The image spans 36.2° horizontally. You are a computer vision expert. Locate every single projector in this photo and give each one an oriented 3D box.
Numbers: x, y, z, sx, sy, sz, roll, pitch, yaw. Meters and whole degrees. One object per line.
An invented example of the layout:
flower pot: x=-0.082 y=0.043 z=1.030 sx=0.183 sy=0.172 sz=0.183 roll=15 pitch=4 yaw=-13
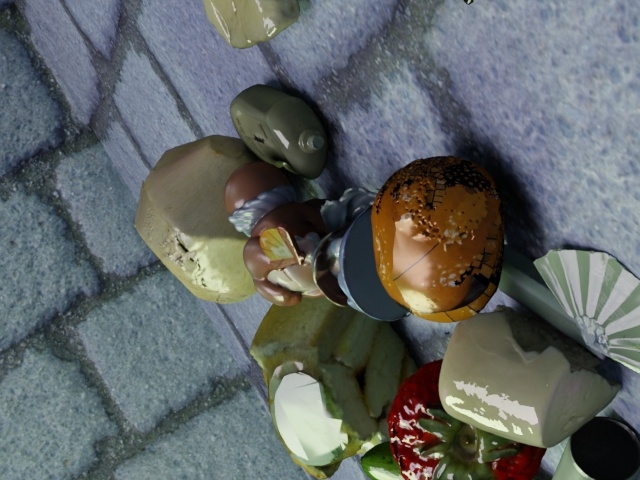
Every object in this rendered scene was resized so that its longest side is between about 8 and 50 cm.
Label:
projector: x=0.405 y=0.387 z=1.506 sx=0.108 sy=0.108 sz=0.337 roll=47 pitch=158 yaw=29

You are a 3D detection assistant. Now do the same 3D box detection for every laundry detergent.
laundry detergent: x=-0.063 y=-0.193 z=1.789 sx=0.253 sy=0.091 sz=0.181 roll=25 pitch=147 yaw=57

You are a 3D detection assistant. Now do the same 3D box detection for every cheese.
cheese: x=-0.122 y=-0.403 z=1.615 sx=0.263 sy=0.093 sz=0.159 roll=12 pitch=128 yaw=66

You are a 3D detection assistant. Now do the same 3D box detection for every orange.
orange: x=0.164 y=0.000 z=1.357 sx=0.234 sy=0.182 sz=0.234 roll=175 pitch=90 yaw=-75

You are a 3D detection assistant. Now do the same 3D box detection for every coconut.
coconut: x=-0.204 y=-0.050 z=1.973 sx=0.352 sy=0.352 sz=0.352 roll=48 pitch=159 yaw=26

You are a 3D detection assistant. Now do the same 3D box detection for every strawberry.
strawberry: x=0.242 y=0.302 z=1.607 sx=0.257 sy=0.257 sz=0.277 roll=58 pitch=-164 yaw=0

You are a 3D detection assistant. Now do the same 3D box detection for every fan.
fan: x=0.361 y=0.086 z=1.234 sx=0.240 sy=0.009 sz=0.131 roll=46 pitch=134 yaw=31

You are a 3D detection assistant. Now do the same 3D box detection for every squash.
squash: x=0.261 y=0.438 z=1.768 sx=0.395 sy=0.107 sz=0.107 roll=10 pitch=137 yaw=26

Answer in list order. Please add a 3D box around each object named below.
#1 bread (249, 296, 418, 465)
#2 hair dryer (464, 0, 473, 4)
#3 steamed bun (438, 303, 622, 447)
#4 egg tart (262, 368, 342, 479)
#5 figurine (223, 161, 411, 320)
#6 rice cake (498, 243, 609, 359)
bread: x=0.011 y=0.257 z=1.938 sx=0.239 sy=0.264 sz=0.395 roll=-22 pitch=99 yaw=45
hair dryer: x=0.124 y=-0.407 z=1.065 sx=0.248 sy=0.078 sz=0.195 roll=62 pitch=164 yaw=19
steamed bun: x=0.290 y=0.177 z=1.376 sx=0.225 sy=0.200 sz=0.170 roll=14 pitch=129 yaw=43
egg tart: x=0.000 y=0.348 z=2.225 sx=0.388 sy=0.169 sz=0.388 roll=-17 pitch=-90 yaw=-73
figurine: x=-0.001 y=0.000 z=1.687 sx=0.277 sy=0.248 sz=0.388 roll=32 pitch=161 yaw=-31
rice cake: x=0.320 y=0.083 z=1.349 sx=0.222 sy=0.042 sz=0.080 roll=36 pitch=147 yaw=47
